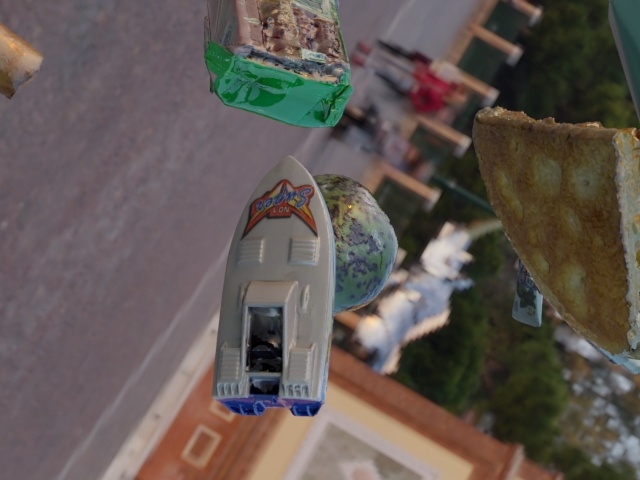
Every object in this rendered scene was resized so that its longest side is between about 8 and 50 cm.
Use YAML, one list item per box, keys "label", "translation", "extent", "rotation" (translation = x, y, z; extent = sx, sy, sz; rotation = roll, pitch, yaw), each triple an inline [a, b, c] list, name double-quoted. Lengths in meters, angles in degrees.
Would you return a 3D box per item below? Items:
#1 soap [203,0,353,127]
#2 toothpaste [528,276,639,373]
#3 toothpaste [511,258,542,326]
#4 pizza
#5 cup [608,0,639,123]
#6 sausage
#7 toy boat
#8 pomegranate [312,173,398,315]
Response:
- label: "soap"
  translation: [-0.053, -0.266, 1.726]
  extent: [0.273, 0.218, 0.098]
  rotation: [-99, -150, -47]
- label: "toothpaste"
  translation: [0.374, 0.121, 1.900]
  extent: [0.037, 0.216, 0.062]
  rotation: [-50, -161, 7]
- label: "toothpaste"
  translation: [0.343, 0.029, 2.190]
  extent: [0.038, 0.060, 0.233]
  rotation: [-15, 117, -38]
- label: "pizza"
  translation: [0.269, -0.014, 1.490]
  extent: [0.268, 0.087, 0.258]
  rotation: [18, -62, 55]
- label: "cup"
  translation: [0.399, -0.179, 1.462]
  extent: [0.134, 0.148, 0.236]
  rotation: [70, 5, -67]
- label: "sausage"
  translation: [-0.571, -0.346, 2.187]
  extent: [0.109, 0.270, 0.109]
  rotation: [-38, -158, 18]
- label: "toy boat"
  translation: [-0.047, 0.042, 1.511]
  extent: [0.088, 0.129, 0.295]
  rotation: [53, 40, -65]
- label: "pomegranate"
  translation: [0.000, 0.000, 2.294]
  extent: [0.254, 0.270, 0.254]
  rotation: [-31, -151, 20]
